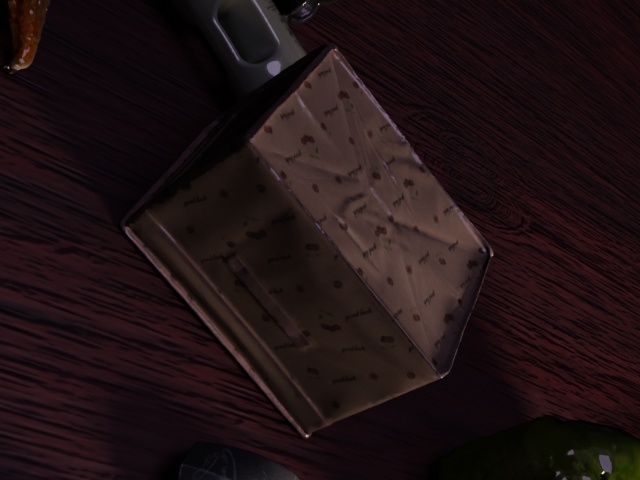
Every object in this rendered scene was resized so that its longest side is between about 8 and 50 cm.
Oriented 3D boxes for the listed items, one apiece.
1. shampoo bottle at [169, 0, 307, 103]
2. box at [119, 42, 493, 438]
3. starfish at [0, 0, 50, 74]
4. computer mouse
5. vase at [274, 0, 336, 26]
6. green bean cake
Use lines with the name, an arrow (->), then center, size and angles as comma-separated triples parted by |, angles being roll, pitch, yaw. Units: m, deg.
shampoo bottle -> -0.081, -0.223, 1.196 | 0.234, 0.087, 0.118 | 57, 36, -8
box -> 0.000, 0.000, 1.077 | 0.297, 0.190, 0.225 | 52, 37, -15
starfish -> -0.313, -0.378, 1.003 | 0.384, 0.132, 0.398 | 56, 41, -16
computer mouse -> -0.040, 0.262, 0.967 | 0.231, 0.071, 0.126 | 44, 41, -24
vase -> -0.064, -0.388, 1.310 | 0.237, 0.115, 0.115 | 57, 38, -1
green bean cake -> 0.305, 0.375, 1.185 | 0.319, 0.218, 0.335 | 15, 56, -44
